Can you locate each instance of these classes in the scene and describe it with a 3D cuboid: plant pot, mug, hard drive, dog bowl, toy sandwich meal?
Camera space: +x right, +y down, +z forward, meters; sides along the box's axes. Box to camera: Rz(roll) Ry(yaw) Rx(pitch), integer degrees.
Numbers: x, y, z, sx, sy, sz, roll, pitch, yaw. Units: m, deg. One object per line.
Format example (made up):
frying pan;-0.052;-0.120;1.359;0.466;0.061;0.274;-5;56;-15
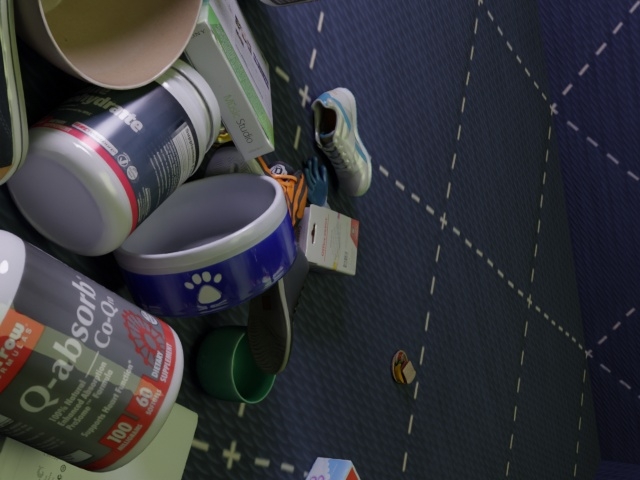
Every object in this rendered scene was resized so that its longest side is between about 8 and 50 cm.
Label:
plant pot;-0.313;-0.350;1.137;0.284;0.191;0.284;-33;131;-48
mug;-0.144;0.217;1.517;0.157;0.097;0.129;58;44;-40
hard drive;-0.326;0.308;1.280;0.353;0.047;0.233;42;55;-48
dog bowl;-0.171;0.001;1.321;0.265;0.265;0.104;-47;130;-47
toy sandwich meal;0.198;0.304;2.115;0.086;0.029;0.085;0;90;-57

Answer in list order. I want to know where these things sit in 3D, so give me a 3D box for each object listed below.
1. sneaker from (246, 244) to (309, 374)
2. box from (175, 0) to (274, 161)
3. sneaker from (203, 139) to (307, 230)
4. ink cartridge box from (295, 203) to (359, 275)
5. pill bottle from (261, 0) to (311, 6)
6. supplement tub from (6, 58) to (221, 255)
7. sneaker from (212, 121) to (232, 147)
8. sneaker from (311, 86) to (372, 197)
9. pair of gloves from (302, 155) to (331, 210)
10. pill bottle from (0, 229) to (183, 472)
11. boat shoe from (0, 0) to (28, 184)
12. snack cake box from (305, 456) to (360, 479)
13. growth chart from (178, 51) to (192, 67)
sneaker;-0.060;0.108;1.482;0.118;0.083;0.221;-7;96;-60
box;-0.148;-0.301;1.412;0.322;0.059;0.232;-99;165;-56
sneaker;-0.109;-0.095;1.554;0.321;0.125;0.180;78;23;-52
ink cartridge box;0.000;0.000;1.730;0.198;0.067;0.115;20;73;-59
pill bottle;-0.029;-0.491;1.492;0.176;0.319;0.176;1;89;-58
supplement tub;-0.278;-0.125;1.221;0.272;0.191;0.191;-53;132;-43
sneaker;-0.143;-0.201;1.528;0.185;0.070;0.083;-18;113;-67
sneaker;0.038;-0.194;1.826;0.092;0.087;0.228;-29;107;-46
pair of gloves;-0.026;-0.067;1.773;0.198;0.023;0.159;-52;131;-45
pill bottle;-0.358;0.116;1.040;0.363;0.210;0.210;37;59;-35
boat shoe;-0.449;-0.287;0.968;0.156;0.187;0.499;-35;124;-59
snack cake box;-0.001;0.581;1.749;0.264;0.089;0.152;-56;132;-42
growth chart;-0.249;-0.279;1.424;0.237;0.021;0.171;25;68;-55
